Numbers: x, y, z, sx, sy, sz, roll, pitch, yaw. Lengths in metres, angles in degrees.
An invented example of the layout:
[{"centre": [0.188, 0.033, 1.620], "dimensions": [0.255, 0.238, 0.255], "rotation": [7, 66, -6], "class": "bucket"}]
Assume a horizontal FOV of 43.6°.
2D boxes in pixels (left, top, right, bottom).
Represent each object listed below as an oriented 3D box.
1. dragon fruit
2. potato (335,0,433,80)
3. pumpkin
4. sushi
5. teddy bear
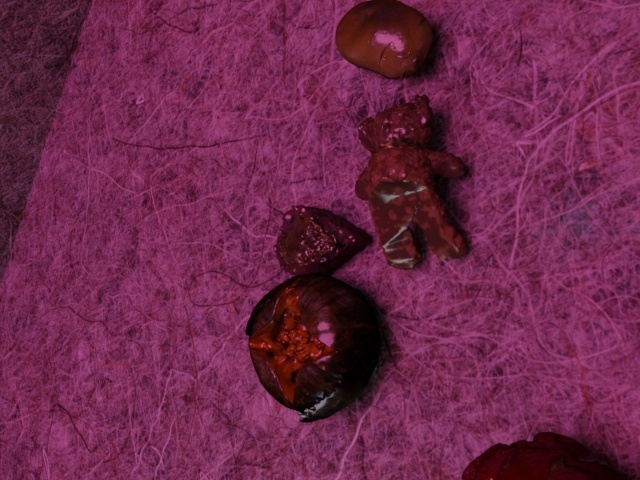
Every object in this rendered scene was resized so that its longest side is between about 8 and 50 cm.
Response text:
[{"centre": [0.372, 0.478, 1.299], "dimensions": [0.329, 0.329, 0.329], "rotation": [-5, 82, 40], "class": "dragon fruit"}, {"centre": [0.136, -0.433, 1.713], "dimensions": [0.169, 0.143, 0.248], "rotation": [-45, 43, -18], "class": "potato"}, {"centre": [-0.013, 0.221, 1.732], "dimensions": [0.320, 0.192, 0.320], "rotation": [-5, 82, 43], "class": "pumpkin"}, {"centre": [-0.007, 0.018, 1.810], "dimensions": [0.241, 0.107, 0.161], "rotation": [27, 106, 39], "class": "sushi"}, {"centre": [0.184, -0.115, 1.645], "dimensions": [0.246, 0.222, 0.296], "rotation": [-14, 120, 33], "class": "teddy bear"}]
